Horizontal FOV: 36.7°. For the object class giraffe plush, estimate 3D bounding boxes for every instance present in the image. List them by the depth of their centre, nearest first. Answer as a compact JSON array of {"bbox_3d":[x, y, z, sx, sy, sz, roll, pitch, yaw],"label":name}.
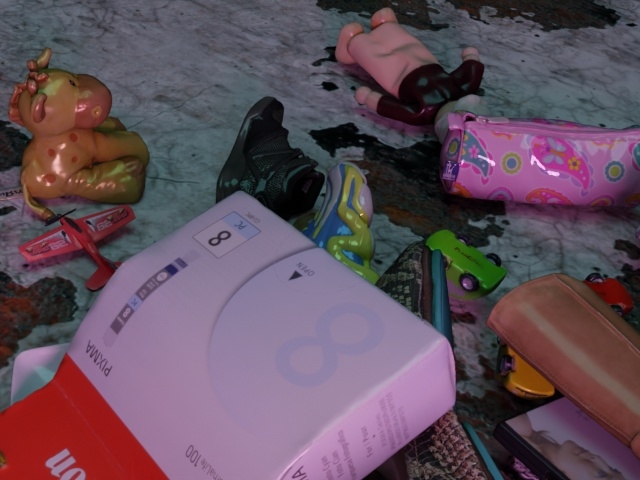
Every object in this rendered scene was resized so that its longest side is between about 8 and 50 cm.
[{"bbox_3d":[-0.322,-0.146,1.216,0.210,0.171,0.181,-22,46,-32],"label":"giraffe plush"}]

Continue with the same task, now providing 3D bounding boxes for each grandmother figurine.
[{"bbox_3d":[0.159,-0.239,1.482,0.207,0.104,0.342,-31,48,-2],"label":"grandmother figurine"}]

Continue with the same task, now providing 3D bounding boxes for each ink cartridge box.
[{"bbox_3d":[-0.128,0.136,0.811,0.385,0.091,0.308,-33,43,-22],"label":"ink cartridge box"}]

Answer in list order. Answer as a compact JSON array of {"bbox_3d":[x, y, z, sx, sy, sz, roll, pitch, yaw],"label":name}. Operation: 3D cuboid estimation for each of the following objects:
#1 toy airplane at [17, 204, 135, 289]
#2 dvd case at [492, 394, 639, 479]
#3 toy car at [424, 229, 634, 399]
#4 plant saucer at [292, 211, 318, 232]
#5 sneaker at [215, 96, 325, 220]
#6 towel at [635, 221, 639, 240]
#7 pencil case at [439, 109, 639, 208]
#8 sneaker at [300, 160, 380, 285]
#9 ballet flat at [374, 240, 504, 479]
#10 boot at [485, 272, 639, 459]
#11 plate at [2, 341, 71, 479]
[{"bbox_3d":[-0.271,0.007,1.140,0.151,0.028,0.151,3,38,-3],"label":"toy airplane"},{"bbox_3d":[0.308,0.233,0.904,0.180,0.022,0.253,-10,38,-41],"label":"dvd case"},{"bbox_3d":[0.211,0.069,1.095,0.225,0.053,0.239,36,45,22],"label":"toy car"},{"bbox_3d":[0.005,-0.006,1.210,0.083,0.015,0.083,4,38,-3],"label":"plant saucer"},{"bbox_3d":[-0.053,-0.104,1.276,0.130,0.087,0.228,10,40,2],"label":"sneaker"},{"bbox_3d":[0.559,-0.033,1.204,0.283,0.121,0.235,21,28,17],"label":"towel"},{"bbox_3d":[0.301,-0.111,1.306,0.284,0.124,0.124,5,37,-3],"label":"pencil case"},{"bbox_3d":[0.000,0.000,1.124,0.126,0.091,0.240,-3,47,-6],"label":"sneaker"},{"bbox_3d":[0.073,0.178,0.881,0.181,0.164,0.483,-12,41,1],"label":"ballet flat"},{"bbox_3d":[0.337,0.129,0.965,0.236,0.089,0.269,-9,43,-38],"label":"boot"},{"bbox_3d":[-0.147,0.187,0.883,0.277,0.045,0.277,-10,38,-5],"label":"plate"}]
